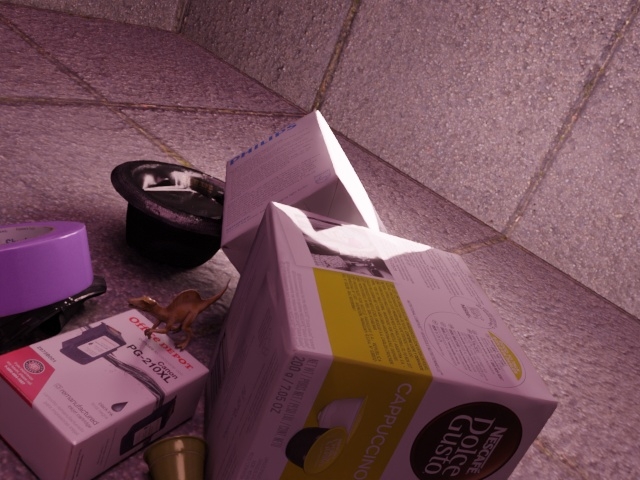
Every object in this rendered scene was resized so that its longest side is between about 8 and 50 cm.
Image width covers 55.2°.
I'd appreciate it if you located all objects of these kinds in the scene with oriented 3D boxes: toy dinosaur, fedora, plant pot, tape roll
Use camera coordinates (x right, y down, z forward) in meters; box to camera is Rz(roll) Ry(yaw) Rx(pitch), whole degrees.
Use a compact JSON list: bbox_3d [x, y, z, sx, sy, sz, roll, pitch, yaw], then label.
[{"bbox_3d":[-0.196,0.107,0.895,0.053,0.093,0.183,38,26,30],"label":"toy dinosaur"},{"bbox_3d":[-0.288,-0.039,1.270,0.333,0.153,0.334,23,19,-9],"label":"fedora"},{"bbox_3d":[-0.179,0.305,0.779,0.083,0.083,0.079,8,40,-29],"label":"plant pot"},{"bbox_3d":[-0.480,0.039,0.890,0.274,0.090,0.275,-6,12,1],"label":"tape roll"}]

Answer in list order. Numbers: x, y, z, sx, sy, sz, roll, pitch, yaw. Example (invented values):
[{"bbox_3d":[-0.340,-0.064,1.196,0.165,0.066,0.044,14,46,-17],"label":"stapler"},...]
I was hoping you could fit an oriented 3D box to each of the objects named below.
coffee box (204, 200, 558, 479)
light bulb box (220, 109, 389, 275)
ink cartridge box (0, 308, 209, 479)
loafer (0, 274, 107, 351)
[{"bbox_3d":[0.043,0.203,0.846,0.334,0.338,0.338,15,25,-17],"label":"coffee box"},{"bbox_3d":[0.000,0.000,1.160,0.358,0.225,0.361,58,9,-27],"label":"light bulb box"},{"bbox_3d":[-0.299,0.205,0.837,0.172,0.100,0.237,33,26,21],"label":"ink cartridge box"},{"bbox_3d":[-0.428,0.112,0.964,0.223,0.076,0.078,-24,87,-58],"label":"loafer"}]
